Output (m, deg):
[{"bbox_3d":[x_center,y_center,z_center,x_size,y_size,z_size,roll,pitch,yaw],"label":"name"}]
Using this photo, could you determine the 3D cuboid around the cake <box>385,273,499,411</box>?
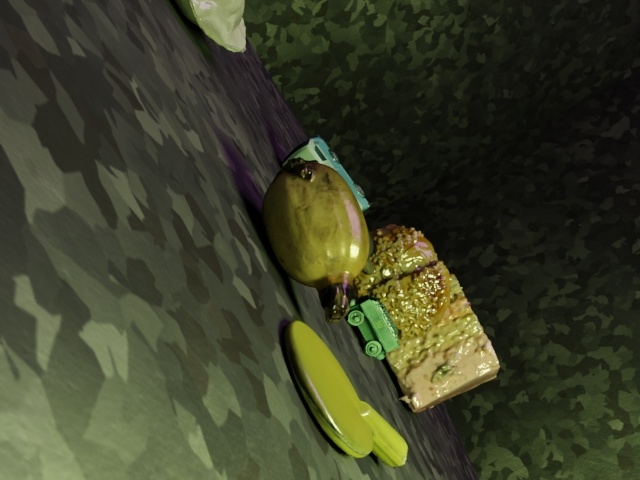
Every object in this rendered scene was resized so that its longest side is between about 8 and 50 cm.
[{"bbox_3d":[0.341,0.312,1.939,0.307,0.314,0.293,63,5,24],"label":"cake"}]

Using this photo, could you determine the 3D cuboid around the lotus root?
[{"bbox_3d":[0.000,0.000,1.191,0.183,0.183,0.310,47,21,-64],"label":"lotus root"}]

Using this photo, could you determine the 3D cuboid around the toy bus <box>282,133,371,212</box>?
[{"bbox_3d":[0.006,-0.167,1.907,0.271,0.133,0.165,54,21,3],"label":"toy bus"}]

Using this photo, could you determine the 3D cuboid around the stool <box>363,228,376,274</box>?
[{"bbox_3d":[0.043,0.038,1.584,0.228,0.153,0.139,-57,136,-31],"label":"stool"}]

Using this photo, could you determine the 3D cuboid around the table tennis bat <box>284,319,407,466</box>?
[{"bbox_3d":[0.044,0.264,1.047,0.369,0.054,0.224,51,12,-39],"label":"table tennis bat"}]

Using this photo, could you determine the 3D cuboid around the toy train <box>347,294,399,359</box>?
[{"bbox_3d":[0.131,0.212,1.638,0.172,0.099,0.070,61,4,-9],"label":"toy train"}]

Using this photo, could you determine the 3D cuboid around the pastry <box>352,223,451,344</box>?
[{"bbox_3d":[0.198,0.115,1.730,0.184,0.284,0.316,25,46,-82],"label":"pastry"}]

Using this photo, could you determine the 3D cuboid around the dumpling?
[{"bbox_3d":[-0.271,-0.599,1.579,0.341,0.181,0.260,97,-19,-62],"label":"dumpling"}]
